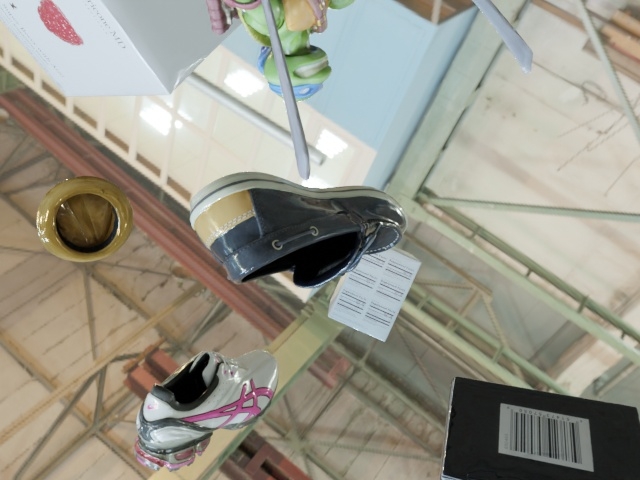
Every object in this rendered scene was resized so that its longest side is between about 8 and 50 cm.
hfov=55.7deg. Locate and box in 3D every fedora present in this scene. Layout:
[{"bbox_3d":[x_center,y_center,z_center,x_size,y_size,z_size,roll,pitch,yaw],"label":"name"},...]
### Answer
[{"bbox_3d":[-0.470,-0.050,1.205,0.194,0.194,0.079,-6,-147,-29],"label":"fedora"}]

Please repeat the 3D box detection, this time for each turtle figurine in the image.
[{"bbox_3d":[0.016,-0.217,0.388,0.198,0.266,0.274,-17,-153,-12],"label":"turtle figurine"}]

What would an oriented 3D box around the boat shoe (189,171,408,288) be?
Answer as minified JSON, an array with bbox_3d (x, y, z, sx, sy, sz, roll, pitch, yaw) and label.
[{"bbox_3d":[0.000,0.000,1.017,0.500,0.187,0.156,3,-123,-55],"label":"boat shoe"}]

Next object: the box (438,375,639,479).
[{"bbox_3d":[0.342,0.459,1.017,0.294,0.395,0.212,7,-144,14],"label":"box"}]

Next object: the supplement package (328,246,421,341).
[{"bbox_3d":[0.126,0.105,1.465,0.149,0.203,0.194,24,-176,0],"label":"supplement package"}]

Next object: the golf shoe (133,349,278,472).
[{"bbox_3d":[-0.096,0.142,0.584,0.067,0.086,0.186,23,-157,23],"label":"golf shoe"}]

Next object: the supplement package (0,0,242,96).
[{"bbox_3d":[-0.288,-0.322,0.844,0.293,0.177,0.175,11,-124,42],"label":"supplement package"}]
